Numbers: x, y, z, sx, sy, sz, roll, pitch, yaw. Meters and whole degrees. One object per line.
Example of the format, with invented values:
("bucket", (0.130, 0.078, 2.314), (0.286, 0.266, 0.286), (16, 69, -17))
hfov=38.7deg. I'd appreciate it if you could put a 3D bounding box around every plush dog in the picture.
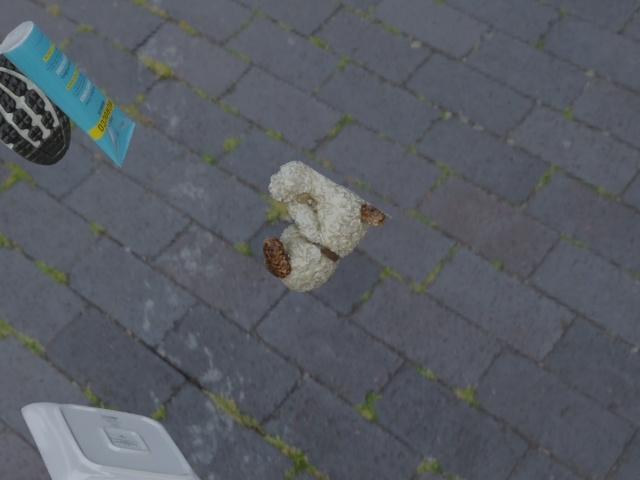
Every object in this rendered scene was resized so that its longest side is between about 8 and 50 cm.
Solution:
("plush dog", (0.000, 0.000, 1.790), (0.211, 0.262, 0.225), (35, 96, 36))

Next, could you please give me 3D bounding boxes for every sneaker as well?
("sneaker", (-0.658, -0.316, 1.800), (0.158, 0.182, 0.410), (-46, 107, -18))

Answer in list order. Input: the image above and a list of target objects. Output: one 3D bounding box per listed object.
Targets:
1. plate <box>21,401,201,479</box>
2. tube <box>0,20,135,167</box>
("plate", (-0.336, 0.351, 1.531), (0.278, 0.277, 0.045), (35, 104, 53))
("tube", (-0.312, -0.185, 1.154), (0.052, 0.207, 0.080), (-11, 50, 31))
